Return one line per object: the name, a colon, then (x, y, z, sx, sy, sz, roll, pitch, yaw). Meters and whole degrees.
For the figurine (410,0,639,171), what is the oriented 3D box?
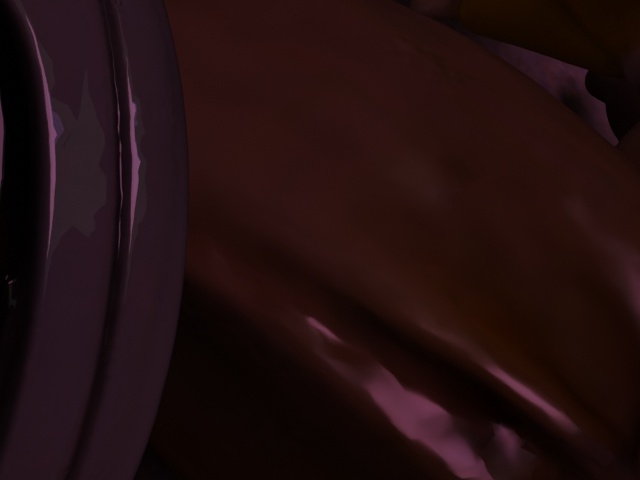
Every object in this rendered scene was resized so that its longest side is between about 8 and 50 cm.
figurine: (0.164, -0.056, 0.691, 0.187, 0.215, 0.344, -28, 94, -50)

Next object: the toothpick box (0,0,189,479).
toothpick box: (-0.211, -0.017, 0.355, 0.316, 0.229, 0.229, 6, 66, -39)

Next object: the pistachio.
pistachio: (0.000, 0.000, 0.577, 0.260, 0.163, 0.213, 42, 5, 5)
